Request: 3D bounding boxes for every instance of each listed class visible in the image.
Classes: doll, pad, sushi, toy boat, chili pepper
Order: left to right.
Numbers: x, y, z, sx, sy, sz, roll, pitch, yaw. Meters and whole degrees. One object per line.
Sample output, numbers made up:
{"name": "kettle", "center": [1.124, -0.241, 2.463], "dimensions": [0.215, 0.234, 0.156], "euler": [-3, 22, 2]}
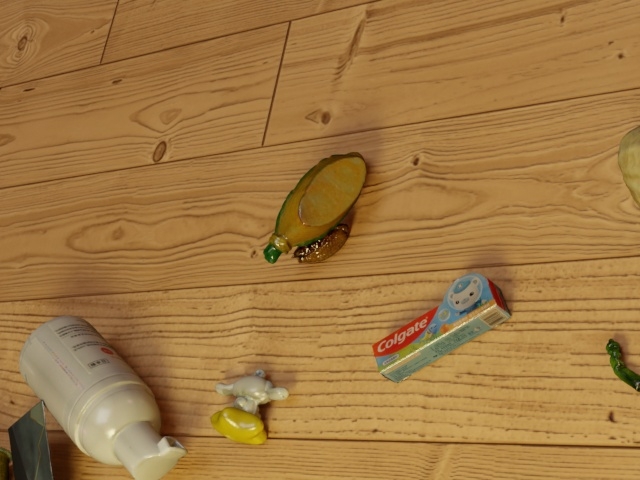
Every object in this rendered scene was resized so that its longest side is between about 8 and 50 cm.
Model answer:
{"name": "pad", "center": [-0.456, 0.393, 1.985], "dimensions": [0.164, 0.004, 0.243], "euler": [-38, 58, 48]}
{"name": "doll", "center": [-0.116, 0.239, 1.842], "dimensions": [0.113, 0.071, 0.135], "euler": [-52, 41, -7]}
{"name": "toy boat", "center": [-0.002, -0.058, 1.864], "dimensions": [0.229, 0.089, 0.088], "euler": [-48, 5, -22]}
{"name": "sushi", "center": [0.000, 0.000, 1.889], "dimensions": [0.099, 0.047, 0.050], "euler": [-41, 44, 9]}
{"name": "chili pepper", "center": [0.371, 0.154, 1.526], "dimensions": [0.083, 0.022, 0.027], "euler": [60, 140, 41]}

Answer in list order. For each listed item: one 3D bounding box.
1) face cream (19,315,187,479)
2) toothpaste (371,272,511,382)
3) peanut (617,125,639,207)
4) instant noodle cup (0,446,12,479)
{"name": "face cream", "center": [-0.333, 0.265, 1.940], "dimensions": [0.145, 0.145, 0.370], "euler": [-54, 44, 2]}
{"name": "toothpaste", "center": [0.160, 0.116, 1.699], "dimensions": [0.193, 0.044, 0.070], "euler": [-32, 48, 20]}
{"name": "peanut", "center": [0.467, -0.060, 1.504], "dimensions": [0.257, 0.123, 0.123], "euler": [33, 89, 41]}
{"name": "instant noodle cup", "center": [-0.591, 0.434, 2.045], "dimensions": [0.182, 0.182, 0.144], "euler": [-27, 60, 25]}
